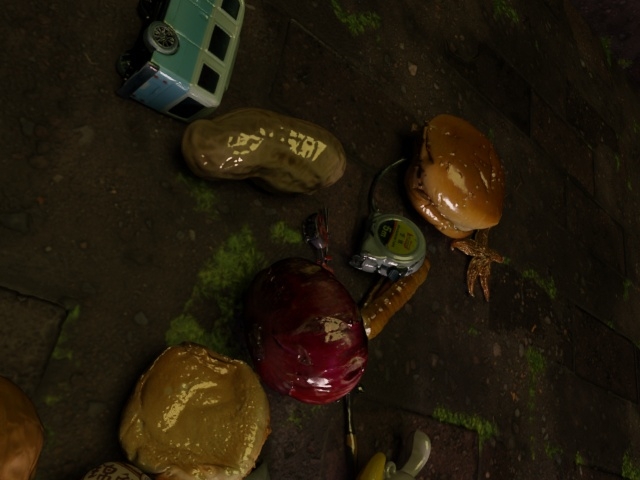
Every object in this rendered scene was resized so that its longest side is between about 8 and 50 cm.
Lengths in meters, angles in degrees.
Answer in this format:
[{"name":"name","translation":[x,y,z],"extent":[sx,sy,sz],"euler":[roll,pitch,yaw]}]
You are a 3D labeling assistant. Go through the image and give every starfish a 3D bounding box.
[{"name":"starfish","translation":[0.437,0.048,1.351],"extent":[0.240,0.043,0.228],"euler":[18,66,-32]}]

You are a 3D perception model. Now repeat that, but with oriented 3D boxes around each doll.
[{"name":"doll","translation":[0.137,0.509,0.927],"extent":[0.252,0.111,0.238],"euler":[-1,80,-44]}]

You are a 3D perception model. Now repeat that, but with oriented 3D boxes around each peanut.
[{"name":"peanut","translation":[-0.097,-0.160,0.900],"extent":[0.324,0.140,0.154],"euler":[-2,122,-33]}]

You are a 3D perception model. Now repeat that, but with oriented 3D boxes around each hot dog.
[{"name":"hot dog","translation":[0.166,0.111,1.090],"extent":[0.289,0.068,0.083],"euler":[-43,113,-40]}]

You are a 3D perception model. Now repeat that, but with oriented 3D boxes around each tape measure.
[{"name":"tape measure","translation":[0.176,-0.050,1.128],"extent":[0.163,0.084,0.331],"euler":[27,51,-4]}]

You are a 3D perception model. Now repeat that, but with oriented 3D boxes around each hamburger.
[{"name":"hamburger","translation":[0.343,-0.166,1.247],"extent":[0.314,0.170,0.290],"euler":[34,53,-27]},{"name":"hamburger","translation":[-0.173,0.256,0.704],"extent":[0.213,0.108,0.214],"euler":[6,62,-12]}]

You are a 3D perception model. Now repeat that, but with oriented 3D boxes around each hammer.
[{"name":"hammer","translation":[0.058,0.383,0.955],"extent":[0.078,0.021,0.201],"euler":[11,72,-42]}]

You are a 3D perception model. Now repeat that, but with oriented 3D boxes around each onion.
[{"name":"onion","translation":[-0.032,0.149,0.808],"extent":[0.190,0.246,0.247],"euler":[-15,88,-31]}]

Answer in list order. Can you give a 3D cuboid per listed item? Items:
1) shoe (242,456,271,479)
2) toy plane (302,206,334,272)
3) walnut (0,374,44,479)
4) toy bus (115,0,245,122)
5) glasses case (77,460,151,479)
[{"name":"shoe","translation":[-0.108,0.383,0.776],"extent":[0.195,0.079,0.078],"euler":[41,74,-17]},{"name":"toy plane","translation":[0.000,0.000,1.002],"extent":[0.060,0.037,0.145],"euler":[7,70,-49]},{"name":"walnut","translation":[-0.397,0.246,0.503],"extent":[0.193,0.193,0.226],"euler":[29,66,-31]},{"name":"toy bus","translation":[-0.225,-0.351,0.846],"extent":[0.164,0.133,0.272],"euler":[26,65,-38]},{"name":"glasses case","translation":[-0.308,0.384,0.522],"extent":[0.122,0.082,0.321],"euler":[38,44,10]}]
